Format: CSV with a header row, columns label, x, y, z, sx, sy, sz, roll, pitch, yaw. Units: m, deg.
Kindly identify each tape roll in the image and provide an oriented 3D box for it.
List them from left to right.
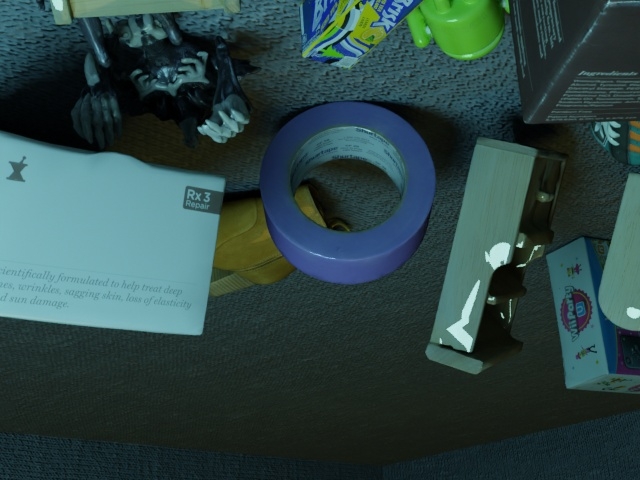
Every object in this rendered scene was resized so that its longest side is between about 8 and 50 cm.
label,x,y,z,sx,sy,sz,roll,pitch,yaw
tape roll,0.030,-0.052,1.089,0.189,0.189,0.080,-5,158,0

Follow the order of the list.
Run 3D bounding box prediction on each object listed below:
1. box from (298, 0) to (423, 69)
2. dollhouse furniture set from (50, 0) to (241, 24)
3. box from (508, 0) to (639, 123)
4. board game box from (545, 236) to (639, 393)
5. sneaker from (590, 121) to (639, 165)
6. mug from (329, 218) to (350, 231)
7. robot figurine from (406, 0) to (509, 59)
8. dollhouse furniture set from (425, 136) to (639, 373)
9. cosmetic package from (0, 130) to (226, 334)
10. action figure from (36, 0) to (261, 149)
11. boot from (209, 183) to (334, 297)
label,x,y,z,sx,sy,sz,roll,pitch,yaw
box,0.046,-0.216,0.852,0.054,0.059,0.169,10,154,-30
dollhouse furniture set,-0.124,-0.262,0.661,0.129,0.129,0.184,-4,134,0
box,0.252,-0.204,0.761,0.167,0.168,0.203,-1,164,-5
board game box,0.521,0.128,1.596,0.303,0.224,0.097,7,157,-28
sneaker,0.333,-0.138,1.043,0.121,0.108,0.302,-23,154,29
mug,-0.004,0.001,1.414,0.062,0.078,0.064,20,168,40
robot figurine,0.127,-0.205,0.887,0.101,0.067,0.115,-20,155,14
dollhouse furniture set,0.349,0.055,1.081,0.394,0.256,0.362,16,-170,25
cosmetic package,-0.275,-0.015,0.984,0.217,0.156,0.385,9,-179,-30
action figure,-0.149,-0.146,0.888,0.164,0.141,0.276,-10,154,11
boot,-0.112,-0.030,1.272,0.211,0.104,0.295,-25,146,16
